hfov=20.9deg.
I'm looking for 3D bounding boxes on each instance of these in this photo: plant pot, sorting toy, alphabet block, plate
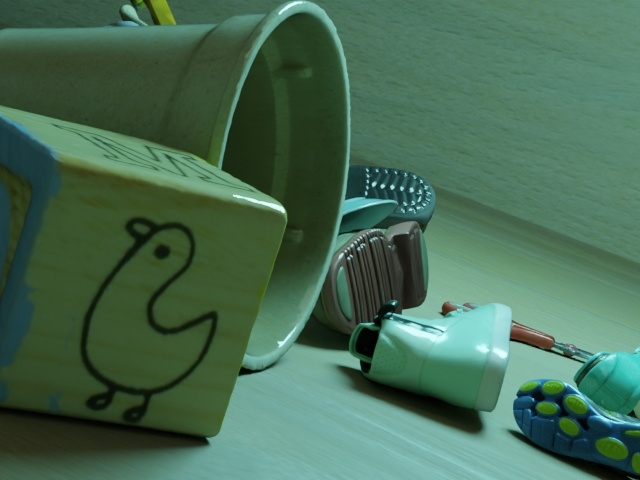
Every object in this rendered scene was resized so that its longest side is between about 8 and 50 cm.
[{"bbox_3d":[-0.170,-0.069,1.602,0.305,0.334,0.334,9,4,20],"label":"plant pot"},{"bbox_3d":[-0.196,-0.214,2.200,0.229,0.041,0.307,44,-19,50],"label":"sorting toy"},{"bbox_3d":[-0.172,0.020,1.293,0.197,0.192,0.193,12,12,-34],"label":"alphabet block"},{"bbox_3d":[0.001,-0.012,2.018,0.024,0.188,0.188,65,21,10],"label":"plate"}]

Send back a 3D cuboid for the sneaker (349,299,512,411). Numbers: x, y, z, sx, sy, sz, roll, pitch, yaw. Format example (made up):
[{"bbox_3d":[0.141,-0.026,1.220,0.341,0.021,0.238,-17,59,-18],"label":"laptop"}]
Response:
[{"bbox_3d":[0.109,0.098,1.736,0.151,0.094,0.256,16,7,3],"label":"sneaker"}]

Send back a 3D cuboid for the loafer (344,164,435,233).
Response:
[{"bbox_3d":[-0.033,-0.033,2.307,0.365,0.130,0.134,11,40,11],"label":"loafer"}]

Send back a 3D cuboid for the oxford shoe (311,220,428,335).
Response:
[{"bbox_3d":[0.026,0.050,1.918,0.130,0.123,0.348,-6,2,16],"label":"oxford shoe"}]

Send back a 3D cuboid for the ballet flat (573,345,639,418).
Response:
[{"bbox_3d":[0.353,0.166,1.932,0.087,0.083,0.247,47,18,18],"label":"ballet flat"}]

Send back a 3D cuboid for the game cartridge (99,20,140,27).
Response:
[{"bbox_3d":[-0.335,-0.160,2.041,0.060,0.196,0.294,46,29,6],"label":"game cartridge"}]

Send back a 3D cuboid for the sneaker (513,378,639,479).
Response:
[{"bbox_3d":[0.266,0.188,1.634,0.188,0.067,0.078,20,-13,24],"label":"sneaker"}]

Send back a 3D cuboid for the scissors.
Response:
[{"bbox_3d":[0.295,0.135,2.180,0.297,0.021,0.109,22,6,19],"label":"scissors"}]
